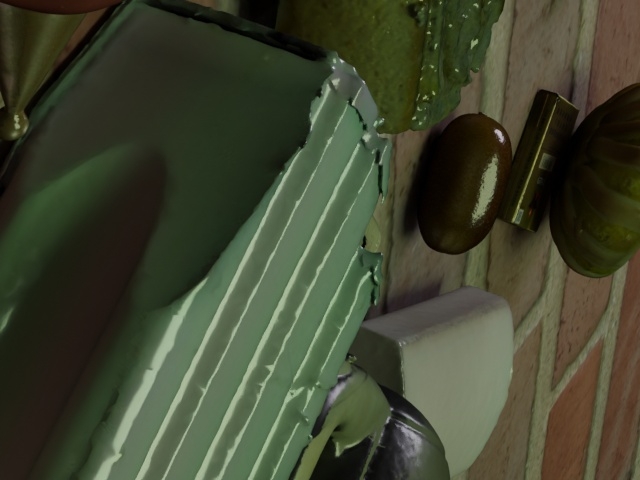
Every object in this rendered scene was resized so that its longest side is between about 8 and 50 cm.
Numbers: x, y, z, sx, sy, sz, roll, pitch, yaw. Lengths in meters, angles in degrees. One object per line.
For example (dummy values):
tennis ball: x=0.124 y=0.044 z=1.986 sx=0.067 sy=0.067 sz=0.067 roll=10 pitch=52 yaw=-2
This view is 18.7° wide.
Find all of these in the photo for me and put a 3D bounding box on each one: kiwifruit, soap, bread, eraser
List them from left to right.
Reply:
soap: x=-0.115 y=0.096 z=1.107 sx=0.446 sy=0.156 sz=0.261 roll=-64 pitch=156 yaw=-13
bread: x=0.045 y=-0.186 z=1.271 sx=0.257 sy=0.124 sz=0.186 roll=89 pitch=22 yaw=-46
eraser: x=0.078 y=0.141 z=1.672 sx=0.270 sy=0.095 sz=0.174 roll=-13 pitch=120 yaw=-63
kiwifruit: x=0.123 y=-0.048 z=1.649 sx=0.075 sy=0.075 sz=0.124 roll=9 pitch=96 yaw=-67
bread: x=0.294 y=-0.069 z=1.933 sx=0.213 sy=0.105 sz=0.213 roll=-59 pitch=-176 yaw=6

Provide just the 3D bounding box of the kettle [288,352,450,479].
kettle: x=-0.023 y=0.231 z=1.352 sx=0.321 sy=0.228 sz=0.324 roll=70 pitch=38 yaw=-62

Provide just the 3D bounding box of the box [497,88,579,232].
box: x=0.212 y=-0.076 z=1.893 sx=0.090 sy=0.023 sz=0.133 roll=12 pitch=97 yaw=-66

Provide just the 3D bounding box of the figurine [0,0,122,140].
figurine: x=-0.116 y=-0.217 z=0.866 sx=0.207 sy=0.166 sz=0.387 roll=-16 pitch=133 yaw=-22

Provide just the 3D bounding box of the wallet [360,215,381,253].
wallet: x=0.000 y=0.000 z=1.446 sx=0.110 sy=0.039 sz=0.155 roll=-65 pitch=157 yaw=-14
